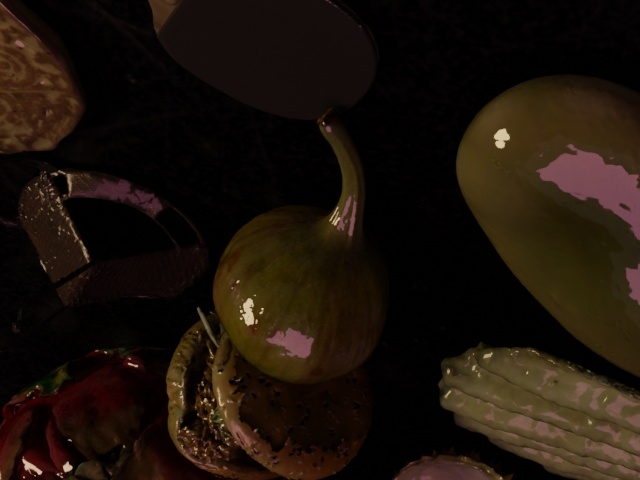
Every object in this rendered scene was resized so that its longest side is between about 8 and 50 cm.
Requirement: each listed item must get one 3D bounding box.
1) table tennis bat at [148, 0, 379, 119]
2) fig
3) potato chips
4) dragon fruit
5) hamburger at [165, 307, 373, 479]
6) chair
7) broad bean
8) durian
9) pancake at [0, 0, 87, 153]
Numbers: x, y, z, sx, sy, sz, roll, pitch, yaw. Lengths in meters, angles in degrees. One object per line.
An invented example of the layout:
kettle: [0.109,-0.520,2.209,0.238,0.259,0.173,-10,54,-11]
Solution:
table tennis bat: [-0.075,-0.156,0.831,0.246,0.022,0.138,27,144,-16]
fig: [0.000,0.000,0.950,0.149,0.149,0.245,19,130,-2]
potato chips: [0.306,0.179,1.001,0.429,0.070,0.358,15,167,17]
dragon fruit: [-0.190,0.257,1.204,0.329,0.329,0.329,11,144,8]
hamburger: [-0.045,0.128,1.076,0.113,0.177,0.185,-15,116,49]
chair: [-0.214,0.010,1.056,0.213,0.149,0.174,-16,161,-36]
broad bean: [0.206,-0.011,0.850,0.263,0.121,0.189,49,141,-17]
durian: [0.138,0.289,1.247,0.252,0.139,0.144,-11,132,34]
pancake: [-0.292,-0.137,0.939,0.235,0.029,0.212,22,145,-7]
